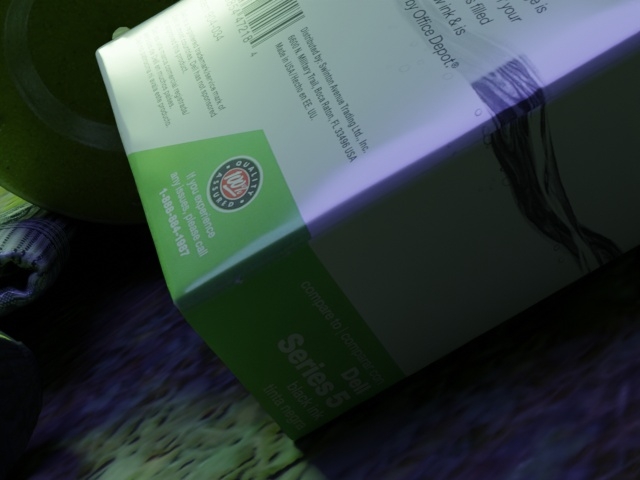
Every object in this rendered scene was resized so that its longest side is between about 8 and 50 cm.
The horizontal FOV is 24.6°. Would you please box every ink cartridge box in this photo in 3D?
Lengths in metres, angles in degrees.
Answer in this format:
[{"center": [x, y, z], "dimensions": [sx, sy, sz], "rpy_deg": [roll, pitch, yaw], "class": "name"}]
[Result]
[{"center": [0.054, -0.068, 0.671], "dimensions": [0.273, 0.115, 0.198], "rpy_deg": [-29, 43, 6], "class": "ink cartridge box"}]

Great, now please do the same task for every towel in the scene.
[{"center": [-0.305, 0.037, 0.933], "dimensions": [0.324, 0.056, 0.312], "rpy_deg": [-21, 10, 2], "class": "towel"}]

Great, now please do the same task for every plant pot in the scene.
[{"center": [-0.126, -0.189, 0.978], "dimensions": [0.366, 0.366, 0.353], "rpy_deg": [-23, 28, 8], "class": "plant pot"}]

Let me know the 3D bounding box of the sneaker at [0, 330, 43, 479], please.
[{"center": [-0.283, 0.117, 0.752], "dimensions": [0.300, 0.111, 0.121], "rpy_deg": [-24, 17, -1], "class": "sneaker"}]
